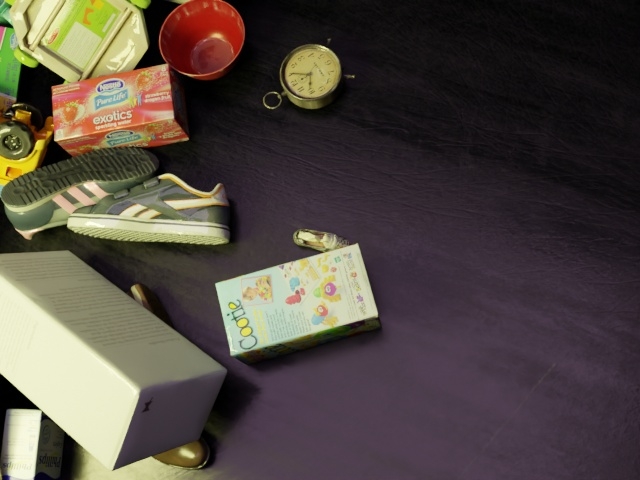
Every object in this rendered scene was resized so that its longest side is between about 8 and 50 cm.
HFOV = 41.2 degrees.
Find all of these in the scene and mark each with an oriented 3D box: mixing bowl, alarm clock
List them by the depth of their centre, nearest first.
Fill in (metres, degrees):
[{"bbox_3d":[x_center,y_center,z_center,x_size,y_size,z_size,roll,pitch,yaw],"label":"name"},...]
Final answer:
[{"bbox_3d":[-0.033,-0.329,1.769,0.192,0.064,0.129,-29,73,-4],"label":"alarm clock"},{"bbox_3d":[-0.239,-0.410,1.800,0.181,0.098,0.182,-2,75,7],"label":"mixing bowl"}]

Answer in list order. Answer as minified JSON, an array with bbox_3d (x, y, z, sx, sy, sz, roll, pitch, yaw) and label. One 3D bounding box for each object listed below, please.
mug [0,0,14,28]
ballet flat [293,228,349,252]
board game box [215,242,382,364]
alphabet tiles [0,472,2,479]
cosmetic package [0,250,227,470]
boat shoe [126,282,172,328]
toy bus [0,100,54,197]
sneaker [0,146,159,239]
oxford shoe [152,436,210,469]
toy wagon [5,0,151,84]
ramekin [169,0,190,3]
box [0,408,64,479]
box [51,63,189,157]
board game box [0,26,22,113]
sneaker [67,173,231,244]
[{"bbox_3d":[-0.728,-0.518,1.893,0.129,0.097,0.158,-17,74,2],"label":"mug"},{"bbox_3d":[0.000,0.000,1.685,0.114,0.041,0.041,9,76,9],"label":"ballet flat"},{"bbox_3d":[-0.037,0.124,1.601,0.275,0.142,0.144,-15,73,2],"label":"board game box"},{"bbox_3d":[-0.694,0.323,1.585,0.285,0.011,0.343,-4,96,37],"label":"alphabet tiles"},{"bbox_3d":[-0.418,0.193,1.522,0.453,0.230,0.162,31,107,27],"label":"cosmetic package"},{"bbox_3d":[-0.329,0.210,1.642,0.095,0.095,0.258,-29,73,5],"label":"boat shoe"},{"bbox_3d":[-0.676,-0.182,1.739,0.220,0.149,0.211,16,117,-16],"label":"toy bus"},{"bbox_3d":[-0.485,-0.098,1.751,0.318,0.131,0.112,-17,51,-19],"label":"sneaker"},{"bbox_3d":[-0.313,0.365,1.594,0.227,0.096,0.083,23,77,11],"label":"oxford shoe"},{"bbox_3d":[-0.529,-0.468,1.764,0.344,0.068,0.267,34,110,-19],"label":"toy wagon"},{"bbox_3d":[-0.309,-0.612,1.768,0.303,0.303,0.148,11,83,10],"label":"ramekin"},{"bbox_3d":[-0.539,0.391,1.599,0.072,0.126,0.137,1,75,6],"label":"box"},{"bbox_3d":[-0.414,-0.264,1.768,0.256,0.123,0.128,-10,74,5],"label":"box"},{"bbox_3d":[-0.806,-0.355,1.810,0.316,0.064,0.242,6,74,-17],"label":"board game box"},{"bbox_3d":[-0.338,-0.063,1.704,0.321,0.126,0.128,3,79,-3],"label":"sneaker"}]
